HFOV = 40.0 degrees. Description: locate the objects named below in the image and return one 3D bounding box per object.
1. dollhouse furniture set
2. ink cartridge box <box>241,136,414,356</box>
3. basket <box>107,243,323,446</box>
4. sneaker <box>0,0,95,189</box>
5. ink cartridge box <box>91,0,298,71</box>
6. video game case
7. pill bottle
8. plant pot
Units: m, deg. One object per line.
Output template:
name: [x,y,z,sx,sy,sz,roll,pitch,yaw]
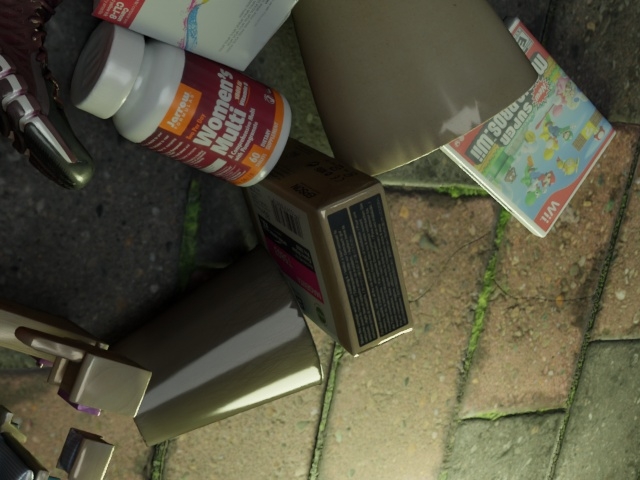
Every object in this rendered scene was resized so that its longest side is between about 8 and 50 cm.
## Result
dollhouse furniture set: [-0.362,0.213,0.882,0.198,0.286,0.304,24,83,-34]
ink cartridge box: [0.000,0.000,1.042,0.088,0.234,0.193,-24,117,-20]
basket: [-0.136,0.143,1.073,0.226,0.154,0.205,-27,117,-15]
sneaker: [-0.273,-0.198,0.853,0.162,0.106,0.281,-41,98,-22]
ink cartridge box: [-0.125,-0.281,0.898,0.176,0.128,0.127,16,140,-29]
video game case: [0.301,-0.157,1.281,0.285,0.025,0.204,36,88,-35]
pill bottle: [-0.151,-0.150,0.967,0.221,0.121,0.121,22,96,-34]
plant pot: [0.071,-0.250,1.006,0.256,0.256,0.274,-34,103,-15]
